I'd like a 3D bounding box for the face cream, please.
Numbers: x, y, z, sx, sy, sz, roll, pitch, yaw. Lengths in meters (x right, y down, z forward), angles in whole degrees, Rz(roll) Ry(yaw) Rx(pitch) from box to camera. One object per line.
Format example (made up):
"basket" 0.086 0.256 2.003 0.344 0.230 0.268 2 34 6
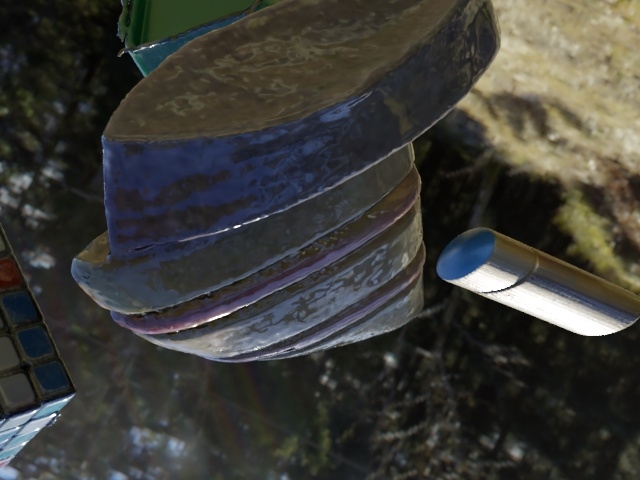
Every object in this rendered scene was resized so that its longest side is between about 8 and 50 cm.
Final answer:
"face cream" 0.279 0.056 1.493 0.285 0.067 0.139 21 159 -32

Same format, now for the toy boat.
"toy boat" -0.014 -0.016 0.687 0.276 0.293 0.111 -17 -137 -31

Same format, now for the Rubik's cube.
"Rubik's cube" -0.555 0.177 1.554 0.287 0.292 0.293 -14 -108 -44

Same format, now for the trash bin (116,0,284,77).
"trash bin" -0.073 -0.186 1.430 0.259 0.295 0.381 -16 140 20
